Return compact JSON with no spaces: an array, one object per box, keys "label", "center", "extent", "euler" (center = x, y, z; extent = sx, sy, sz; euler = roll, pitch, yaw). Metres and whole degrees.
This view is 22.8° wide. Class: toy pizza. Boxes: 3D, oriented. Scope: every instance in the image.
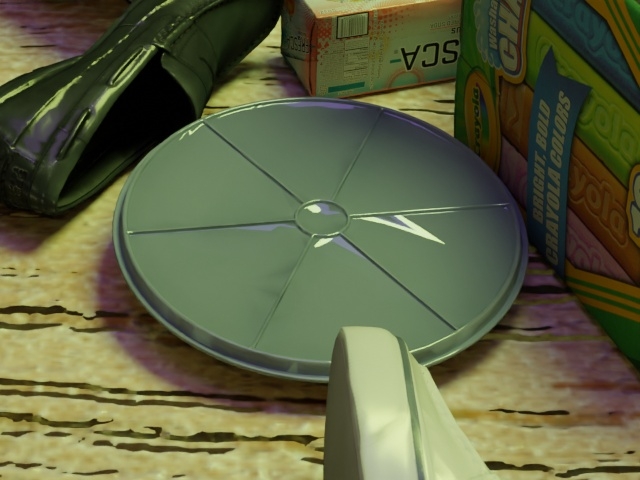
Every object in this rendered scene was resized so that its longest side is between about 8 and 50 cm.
[{"label":"toy pizza","center":[0.000,0.000,0.773],"extent":[0.201,0.032,0.201],"euler":[3,43,-3]}]

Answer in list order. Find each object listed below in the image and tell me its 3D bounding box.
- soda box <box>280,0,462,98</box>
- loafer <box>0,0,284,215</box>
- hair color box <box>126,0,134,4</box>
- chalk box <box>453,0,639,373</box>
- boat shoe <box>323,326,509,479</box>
[{"label":"soda box","center":[0.070,-0.133,0.935],"extent":[0.183,0.058,0.063],"euler":[-11,39,-18]},{"label":"loafer","center":[-0.090,-0.081,0.850],"extent":[0.078,0.076,0.223],"euler":[31,50,25]},{"label":"hair color box","center":[-0.027,-0.301,0.988],"extent":[0.347,0.105,0.174],"euler":[-44,57,-11]},{"label":"chalk box","center":[0.181,-0.093,0.792],"extent":[0.180,0.179,0.289],"euler":[-12,38,-17]},{"label":"boat shoe","center":[0.055,0.136,0.566],"extent":[0.084,0.095,0.258],"euler":[-2,48,-12]}]
